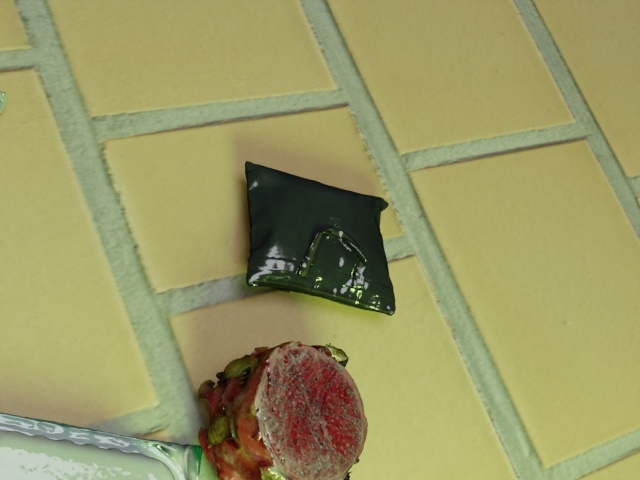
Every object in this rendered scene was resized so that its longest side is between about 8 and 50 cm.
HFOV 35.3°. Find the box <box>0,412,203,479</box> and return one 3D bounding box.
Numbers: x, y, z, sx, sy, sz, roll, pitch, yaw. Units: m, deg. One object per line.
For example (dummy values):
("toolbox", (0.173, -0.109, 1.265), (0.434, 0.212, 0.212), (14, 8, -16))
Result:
("box", (-0.295, 0.323, 1.159), (0.336, 0.106, 0.264), (15, 57, -22))

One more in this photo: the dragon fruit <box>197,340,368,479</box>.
("dragon fruit", (-0.063, 0.247, 1.307), (0.211, 0.147, 0.282), (48, 44, -15))

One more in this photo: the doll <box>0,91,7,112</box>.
("doll", (-0.498, -0.130, 1.330), (0.114, 0.057, 0.227), (30, 52, -16))

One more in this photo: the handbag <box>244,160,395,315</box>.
("handbag", (0.000, 0.000, 1.509), (0.254, 0.088, 0.211), (15, 56, -25))
